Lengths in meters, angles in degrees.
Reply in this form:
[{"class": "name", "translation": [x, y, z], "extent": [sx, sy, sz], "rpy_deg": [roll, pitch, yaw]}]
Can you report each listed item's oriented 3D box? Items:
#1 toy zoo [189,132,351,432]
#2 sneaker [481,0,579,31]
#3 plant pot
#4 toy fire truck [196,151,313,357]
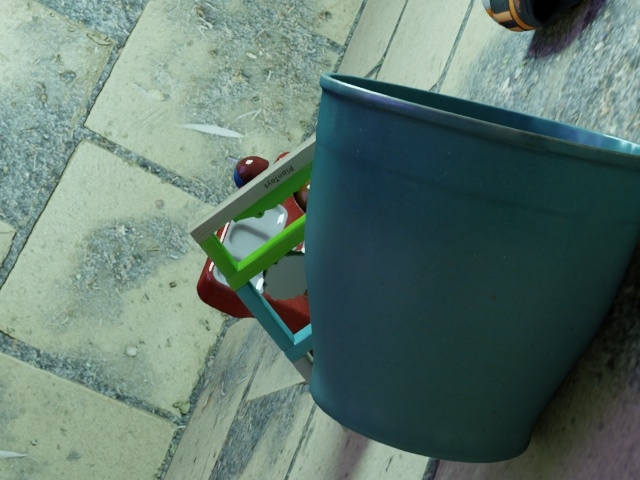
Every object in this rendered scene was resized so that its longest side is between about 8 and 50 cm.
[{"class": "toy zoo", "translation": [0.042, 0.047, 1.047], "extent": [0.192, 0.293, 0.030], "rpy_deg": [-36, 15, 5]}, {"class": "sneaker", "translation": [0.296, -0.387, 1.283], "extent": [0.180, 0.125, 0.321], "rpy_deg": [-125, 51, -73]}, {"class": "plant pot", "translation": [0.103, 0.023, 0.885], "extent": [0.271, 0.272, 0.255], "rpy_deg": [-114, 37, -76]}, {"class": "toy fire truck", "translation": [0.000, 0.000, 1.373], "extent": [0.169, 0.254, 0.302], "rpy_deg": [-53, 16, 45]}]
